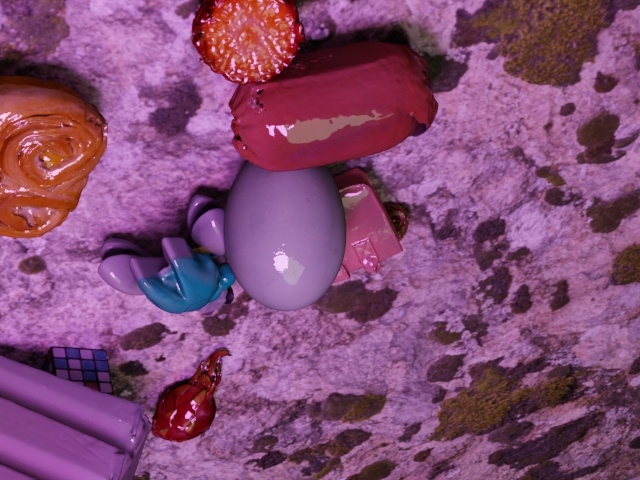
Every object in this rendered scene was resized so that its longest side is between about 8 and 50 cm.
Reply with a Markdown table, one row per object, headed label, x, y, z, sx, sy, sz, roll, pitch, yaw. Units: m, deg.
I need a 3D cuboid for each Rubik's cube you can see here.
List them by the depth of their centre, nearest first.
| label | x | y | z | sx | sy | sz | roll | pitch | yaw |
| --- | --- | --- | --- | --- | --- | --- | --- | --- | --- |
| Rubik's cube | -0.382 | 0.230 | 2.089 | 0.092 | 0.092 | 0.092 | 6 | 133 | -27 |

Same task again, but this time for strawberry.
| label | x | y | z | sx | sy | sz | roll | pitch | yaw |
| --- | --- | --- | --- | --- | --- | --- | --- | --- | --- |
| strawberry | -0.093 | -0.264 | 1.660 | 0.145 | 0.086 | 0.145 | -9 | 133 | -10 |

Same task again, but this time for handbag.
| label | x | y | z | sx | sy | sz | roll | pitch | yaw |
| --- | --- | --- | --- | --- | --- | --- | --- | --- | --- |
| handbag | 0.000 | 0.000 | 1.982 | 0.213 | 0.059 | 0.157 | -24 | 123 | 6 |

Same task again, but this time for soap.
| label | x | y | z | sx | sy | sz | roll | pitch | yaw |
| --- | --- | --- | --- | --- | --- | --- | --- | --- | --- |
| soap | -0.515 | 0.350 | 1.937 | 0.435 | 0.350 | 0.213 | 21 | 135 | 2 |

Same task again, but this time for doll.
| label | x | y | z | sx | sy | sz | roll | pitch | yaw |
| --- | --- | --- | --- | --- | --- | --- | --- | --- | --- |
| doll | -0.216 | 0.043 | 1.929 | 0.195 | 0.153 | 0.258 | -26 | 160 | -21 |

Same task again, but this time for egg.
| label | x | y | z | sx | sy | sz | roll | pitch | yaw |
| --- | --- | --- | --- | --- | --- | --- | --- | --- | --- |
| egg | -0.049 | -0.018 | 1.839 | 0.168 | 0.230 | 0.168 | -2 | 180 | 0 |

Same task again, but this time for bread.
| label | x | y | z | sx | sy | sz | roll | pitch | yaw |
| --- | --- | --- | --- | --- | --- | --- | --- | --- | --- |
| bread | -0.383 | -0.107 | 1.699 | 0.198 | 0.120 | 0.236 | 11 | 130 | -32 |

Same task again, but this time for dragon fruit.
| label | x | y | z | sx | sy | sz | roll | pitch | yaw |
| --- | --- | --- | --- | --- | --- | --- | --- | --- | --- |
| dragon fruit | -0.198 | 0.259 | 2.201 | 0.094 | 0.094 | 0.190 | 30 | 108 | -41 |

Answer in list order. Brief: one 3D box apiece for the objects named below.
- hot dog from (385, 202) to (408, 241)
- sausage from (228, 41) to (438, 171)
| label | x | y | z | sx | sy | sz | roll | pitch | yaw |
| --- | --- | --- | --- | --- | --- | --- | --- | --- | --- |
| hot dog | 0.098 | -0.018 | 2.043 | 0.058 | 0.035 | 0.083 | 26 | 123 | -29 |
| sausage | 0.019 | -0.175 | 1.756 | 0.280 | 0.152 | 0.152 | -11 | 139 | -8 |
